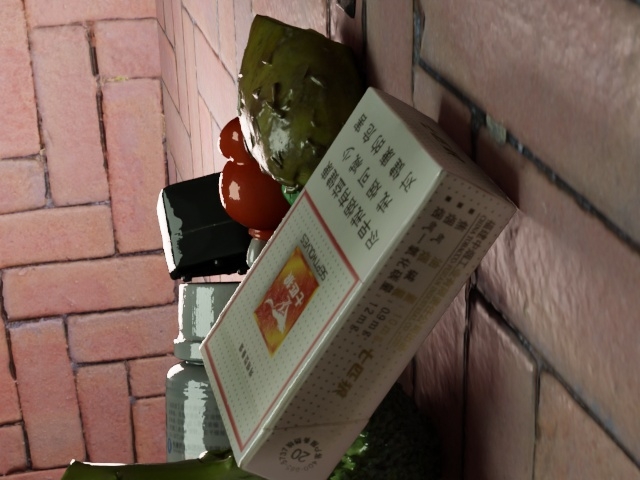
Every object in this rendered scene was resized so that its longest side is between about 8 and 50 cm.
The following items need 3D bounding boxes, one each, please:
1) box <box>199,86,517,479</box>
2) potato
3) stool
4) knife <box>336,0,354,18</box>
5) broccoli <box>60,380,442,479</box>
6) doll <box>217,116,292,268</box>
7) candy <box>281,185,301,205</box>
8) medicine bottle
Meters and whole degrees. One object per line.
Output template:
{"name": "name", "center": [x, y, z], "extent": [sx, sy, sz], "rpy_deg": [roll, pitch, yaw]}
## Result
{"name": "box", "center": [0.020, 0.043, 1.163], "extent": [0.330, 0.095, 0.210], "rpy_deg": [-55, 27, 14]}
{"name": "potato", "center": [-0.031, -0.180, 1.488], "extent": [0.176, 0.141, 0.298], "rpy_deg": [-52, 39, 27]}
{"name": "stool", "center": [-0.137, -0.022, 1.901], "extent": [0.232, 0.232, 0.141], "rpy_deg": [137, 122, -74]}
{"name": "knife", "center": [0.028, -0.379, 1.429], "extent": [0.072, 0.019, 0.245], "rpy_deg": [-125, 27, -56]}
{"name": "broccoli", "center": [-0.061, 0.245, 1.365], "extent": [0.353, 0.397, 0.275], "rpy_deg": [13, -114, -62]}
{"name": "doll", "center": [-0.064, -0.082, 1.680], "extent": [0.130, 0.161, 0.290], "rpy_deg": [21, 130, 48]}
{"name": "candy", "center": [0.000, -0.002, 1.652], "extent": [0.323, 0.097, 0.097], "rpy_deg": [87, 168, -50]}
{"name": "medicine bottle", "center": [-0.105, 0.212, 1.821], "extent": [0.245, 0.245, 0.306], "rpy_deg": [175, 95, -77]}
